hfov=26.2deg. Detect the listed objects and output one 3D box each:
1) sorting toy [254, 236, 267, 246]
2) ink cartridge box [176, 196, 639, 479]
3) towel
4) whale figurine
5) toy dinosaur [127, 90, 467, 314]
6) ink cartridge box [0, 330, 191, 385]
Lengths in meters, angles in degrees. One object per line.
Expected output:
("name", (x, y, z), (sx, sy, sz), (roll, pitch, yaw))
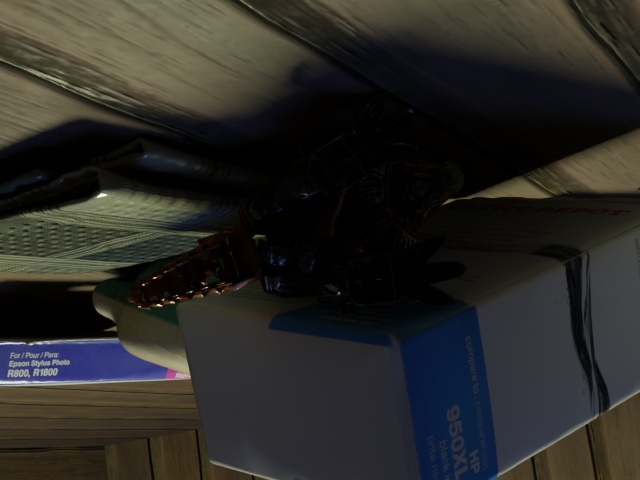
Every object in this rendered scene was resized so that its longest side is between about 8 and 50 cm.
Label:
("sorting toy", (0.050, 0.008, 1.560), (0.196, 0.047, 0.347), (-11, 169, 35))
("ink cartridge box", (0.116, 0.085, 1.273), (0.395, 0.166, 0.285), (-21, -164, -39))
("towel", (-0.203, -0.022, 1.243), (0.312, 0.056, 0.324), (-12, 171, 32))
("whale figurine", (-0.154, 0.073, 1.574), (0.216, 0.141, 0.272), (22, 178, -25))
("toy dinosaur", (0.000, 0.000, 1.136), (0.322, 0.164, 0.218), (-45, -164, -28))
("ink cartridge box", (-0.324, 0.153, 1.783), (0.324, 0.071, 0.330), (3, 178, -41))
